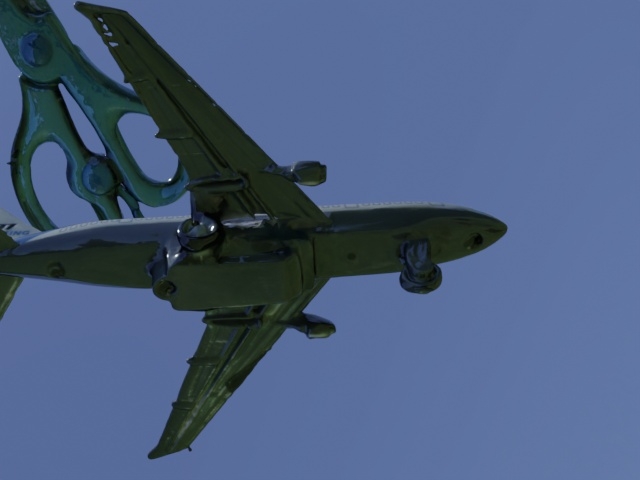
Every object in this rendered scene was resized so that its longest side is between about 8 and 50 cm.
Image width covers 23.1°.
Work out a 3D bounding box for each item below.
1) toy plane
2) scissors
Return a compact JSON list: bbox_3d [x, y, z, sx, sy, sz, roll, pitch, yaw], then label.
[{"bbox_3d":[-0.040,0.003,0.625,0.058,0.226,0.226,-77,-14,-52],"label":"toy plane"},{"bbox_3d":[-0.250,-0.161,1.395,0.180,0.393,0.032,-27,8,19],"label":"scissors"}]
